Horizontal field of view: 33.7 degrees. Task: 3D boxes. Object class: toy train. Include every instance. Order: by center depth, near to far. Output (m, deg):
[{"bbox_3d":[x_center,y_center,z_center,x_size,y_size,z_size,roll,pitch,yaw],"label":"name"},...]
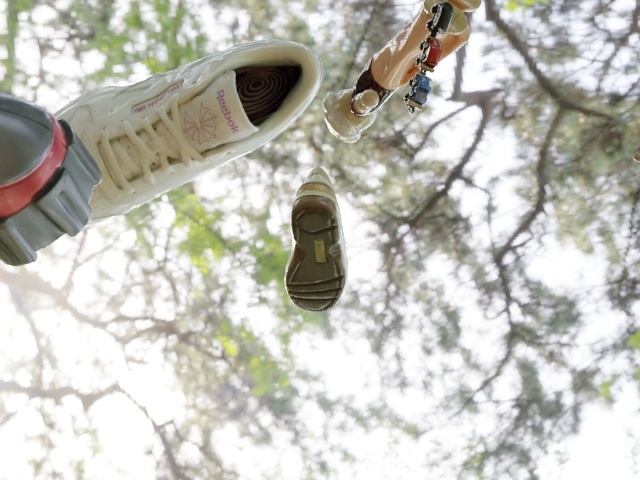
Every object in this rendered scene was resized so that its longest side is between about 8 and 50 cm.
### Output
[{"bbox_3d":[0.143,-0.240,1.379,0.036,0.027,0.158,-3,-113,62],"label":"toy train"}]

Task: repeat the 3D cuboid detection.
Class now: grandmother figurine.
[{"bbox_3d":[0.108,-0.261,1.649,0.104,0.208,0.342,45,-40,-2],"label":"grandmother figurine"}]

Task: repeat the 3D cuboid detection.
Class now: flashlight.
[{"bbox_3d":[-0.240,-0.108,0.608,0.103,0.103,0.304,24,-25,35],"label":"flashlight"}]

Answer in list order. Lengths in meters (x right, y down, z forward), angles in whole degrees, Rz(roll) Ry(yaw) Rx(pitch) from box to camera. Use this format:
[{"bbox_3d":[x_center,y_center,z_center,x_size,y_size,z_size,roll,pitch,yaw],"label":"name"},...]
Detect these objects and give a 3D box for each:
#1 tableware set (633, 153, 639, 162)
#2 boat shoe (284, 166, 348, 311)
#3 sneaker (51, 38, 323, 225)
[{"bbox_3d":[0.428,-0.113,1.142,0.141,0.020,0.168,29,-97,16],"label":"tableware set"},{"bbox_3d":[0.000,0.000,1.128,0.190,0.068,0.072,97,-1,-50],"label":"boat shoe"},{"bbox_3d":[-0.136,-0.104,0.934,0.114,0.305,0.152,63,-9,-10],"label":"sneaker"}]
